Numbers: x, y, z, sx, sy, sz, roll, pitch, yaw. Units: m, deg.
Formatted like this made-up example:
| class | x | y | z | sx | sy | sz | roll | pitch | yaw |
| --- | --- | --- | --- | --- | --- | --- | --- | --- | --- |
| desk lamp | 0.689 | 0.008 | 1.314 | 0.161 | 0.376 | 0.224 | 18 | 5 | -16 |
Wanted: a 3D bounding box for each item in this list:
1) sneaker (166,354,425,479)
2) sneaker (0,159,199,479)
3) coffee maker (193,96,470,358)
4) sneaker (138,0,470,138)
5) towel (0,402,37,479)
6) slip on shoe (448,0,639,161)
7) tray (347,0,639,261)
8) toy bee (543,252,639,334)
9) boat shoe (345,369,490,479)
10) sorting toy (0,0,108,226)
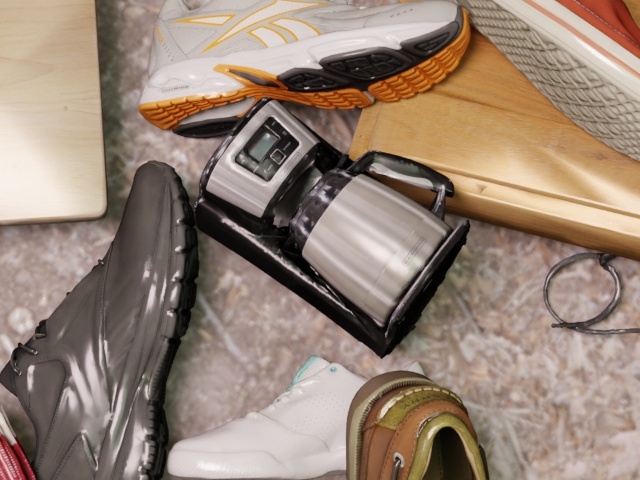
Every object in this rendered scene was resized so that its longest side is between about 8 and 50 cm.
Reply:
| class | x | y | z | sx | sy | sz | roll | pitch | yaw |
| --- | --- | --- | --- | --- | --- | --- | --- | --- | --- |
| sneaker | -0.014 | 0.134 | 0.885 | 0.212 | 0.080 | 0.094 | -4 | 78 | -17 |
| sneaker | -0.164 | 0.075 | 0.858 | 0.130 | 0.109 | 0.286 | 10 | 79 | 1 |
| coffee maker | 0.000 | 0.000 | 0.856 | 0.178 | 0.171 | 0.120 | 36 | 49 | 10 |
| sneaker | -0.020 | -0.162 | 0.873 | 0.263 | 0.099 | 0.121 | -8 | 73 | 19 |
| towel | -0.265 | 0.295 | 0.818 | 0.237 | 0.037 | 0.329 | -27 | 85 | 10 |
| slip on shoe | 0.163 | -0.174 | 0.813 | 0.101 | 0.123 | 0.331 | -40 | 64 | -2 |
| tray | 0.243 | -0.092 | 0.864 | 0.411 | 0.076 | 0.202 | 15 | 80 | 18 |
| toy bee | 0.330 | 0.113 | 0.879 | 0.298 | 0.162 | 0.195 | 5 | 89 | -5 |
| boat shoe | 0.076 | 0.251 | 0.823 | 0.111 | 0.104 | 0.307 | -14 | 103 | -16 |
| sorting toy | -0.294 | -0.130 | 0.874 | 0.257 | 0.089 | 0.255 | -4 | 83 | -7 |
